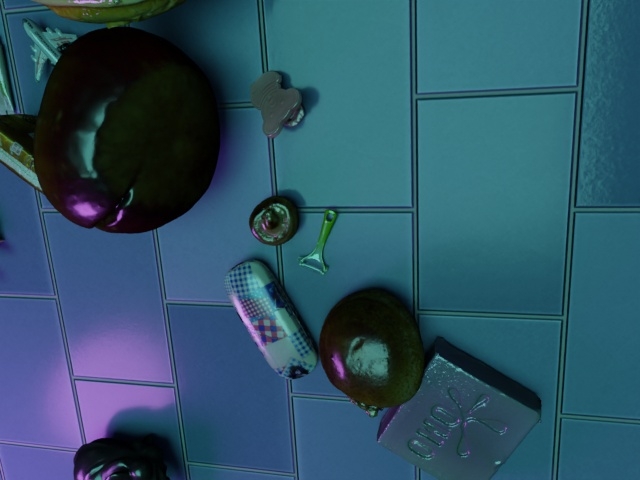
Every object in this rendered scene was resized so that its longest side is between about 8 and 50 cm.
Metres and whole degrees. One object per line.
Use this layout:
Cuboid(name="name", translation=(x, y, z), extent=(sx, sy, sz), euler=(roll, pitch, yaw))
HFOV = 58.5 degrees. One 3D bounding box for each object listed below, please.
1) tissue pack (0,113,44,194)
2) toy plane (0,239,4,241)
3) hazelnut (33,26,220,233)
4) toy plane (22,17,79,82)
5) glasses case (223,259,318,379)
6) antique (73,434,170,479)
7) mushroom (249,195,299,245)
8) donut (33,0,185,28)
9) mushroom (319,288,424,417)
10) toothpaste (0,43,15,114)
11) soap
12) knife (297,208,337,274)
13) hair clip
Cuboid(name="tissue pack", translation=(-0.684, -0.209, 1.387), extent=(0.226, 0.183, 0.092), euler=(34, 110, 2))
Cuboid(name="toy plane", translation=(-0.988, 0.028, 1.584), extent=(0.244, 0.092, 0.229), euler=(-16, 86, 15))
Cuboid(name="hazelnut", translation=(-0.403, -0.227, 1.228), extent=(0.401, 0.402, 0.430), euler=(9, 100, 11))
Cuboid(name="toy plane", translation=(-0.647, -0.459, 1.369), extent=(0.162, 0.065, 0.171), euler=(-34, 94, 21))
Cuboid(name="glasses case", translation=(-0.122, 0.199, 1.424), extent=(0.125, 0.076, 0.328), euler=(-27, 99, 18))
Cuboid(name="antique", translation=(-0.564, 0.684, 1.618), extent=(0.322, 0.185, 0.255), euler=(8, 109, 15))
Cuboid(name="mushroom", translation=(-0.109, -0.047, 1.347), extent=(0.126, 0.085, 0.109), euler=(-24, 134, 17))
Cuboid(name="donut", translation=(-0.393, -0.603, 1.118), extent=(0.448, 0.198, 0.449), euler=(-5, 63, 9))
Cuboid(name="mushroom", translation=(0.112, 0.269, 1.320), extent=(0.263, 0.195, 0.283), euler=(3, 110, 27))
Cuboid(name="toothpaste", translation=(-0.806, -0.416, 1.441), extent=(0.048, 0.029, 0.197), euler=(5, 110, 13))
Cuboid(name="soap", translation=(0.325, 0.425, 1.367), extent=(0.285, 0.107, 0.296), euler=(28, 111, 2))
Cuboid(name="knife", translation=(0.000, -0.001, 1.364), extent=(0.078, 0.023, 0.166), euler=(19, 111, 1))
Cuboid(name="hair clip", translation=(-0.104, -0.308, 1.260), extent=(0.138, 0.102, 0.123), euler=(46, 108, -2))
